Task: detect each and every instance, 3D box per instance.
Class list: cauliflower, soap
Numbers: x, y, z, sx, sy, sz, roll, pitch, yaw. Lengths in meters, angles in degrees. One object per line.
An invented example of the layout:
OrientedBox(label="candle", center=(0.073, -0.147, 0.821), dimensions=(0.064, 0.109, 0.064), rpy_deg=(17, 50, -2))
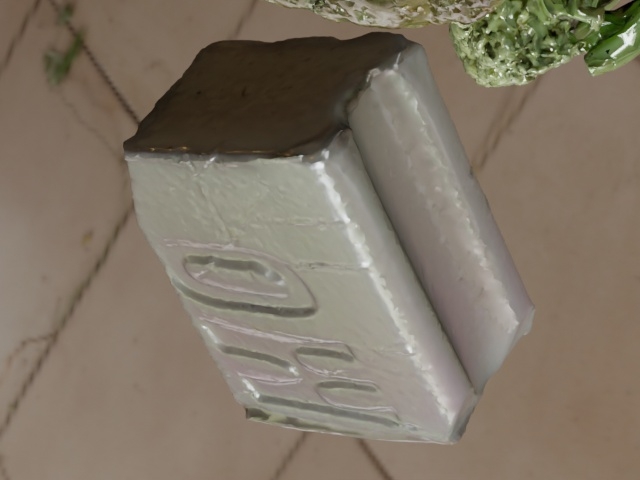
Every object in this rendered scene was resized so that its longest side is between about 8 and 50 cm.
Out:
OrientedBox(label="cauliflower", center=(0.208, -0.215, 1.099), dimensions=(0.250, 0.272, 0.275), rpy_deg=(31, 98, 20))
OrientedBox(label="soap", center=(0.000, 0.000, 1.676), dimensions=(0.350, 0.435, 0.213), rpy_deg=(8, 48, 37))

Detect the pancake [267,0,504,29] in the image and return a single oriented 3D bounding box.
OrientedBox(label="pancake", center=(0.003, -0.189, 0.807), dimensions=(0.254, 0.254, 0.037), rpy_deg=(-11, 53, 47))
